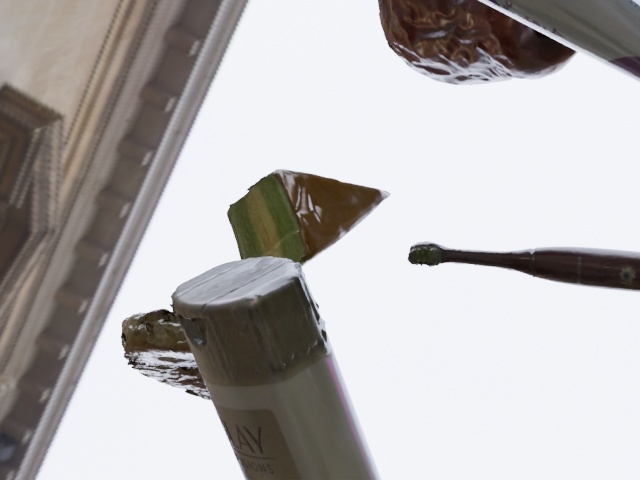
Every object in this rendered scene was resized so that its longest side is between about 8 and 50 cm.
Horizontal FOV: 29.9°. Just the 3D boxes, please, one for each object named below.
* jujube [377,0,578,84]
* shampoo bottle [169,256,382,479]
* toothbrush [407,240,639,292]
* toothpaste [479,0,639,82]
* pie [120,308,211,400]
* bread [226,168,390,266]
[{"bbox_3d":[0.161,-0.231,1.139,0.190,0.255,0.189,-10,-62,-19],"label":"jujube"},{"bbox_3d":[-0.001,0.120,0.566,0.086,0.056,0.227,5,-61,59],"label":"shampoo bottle"},{"bbox_3d":[0.262,0.026,1.142,0.364,0.041,0.040,6,-69,16],"label":"toothbrush"},{"bbox_3d":[0.188,-0.153,0.806,0.299,0.114,0.073,33,-67,4],"label":"toothpaste"},{"bbox_3d":[-0.091,0.105,1.073,0.195,0.195,0.046,4,-114,16],"label":"pie"},{"bbox_3d":[0.003,0.000,0.971,0.074,0.139,0.084,-37,-119,34],"label":"bread"}]
